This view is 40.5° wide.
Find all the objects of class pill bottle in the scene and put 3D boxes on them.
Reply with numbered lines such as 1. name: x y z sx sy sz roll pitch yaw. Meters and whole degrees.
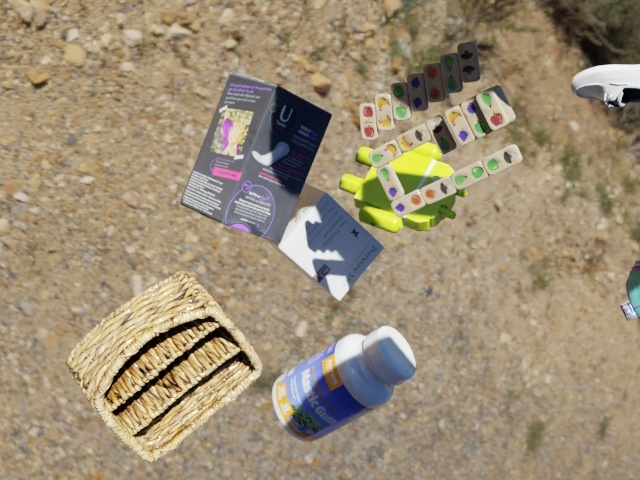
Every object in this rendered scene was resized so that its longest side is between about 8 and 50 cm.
1. pill bottle: 0.048 0.277 1.706 0.152 0.272 0.152 36 34 -30

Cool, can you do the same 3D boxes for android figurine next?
1. android figurine: 0.187 -0.120 1.928 0.248 0.273 0.056 -57 157 -24

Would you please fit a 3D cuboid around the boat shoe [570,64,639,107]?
1. boat shoe: 0.521 -0.260 1.503 0.066 0.184 0.063 49 53 -51

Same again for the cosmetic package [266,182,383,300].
1. cosmetic package: 0.000 0.000 1.814 0.184 0.151 0.151 42 86 -23

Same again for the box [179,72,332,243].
1. box: -0.122 -0.155 1.640 0.165 0.143 0.270 20 93 -47

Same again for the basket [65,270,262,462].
1. basket: -0.293 0.234 1.643 0.299 0.223 0.213 -37 156 -9

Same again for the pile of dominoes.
1. pile of dominoes: 0.167 -0.161 1.313 0.040 0.251 0.196 -29 93 -55

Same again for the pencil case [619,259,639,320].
1. pencil case: 0.308 0.019 0.669 0.064 0.152 0.070 -26 79 -46
